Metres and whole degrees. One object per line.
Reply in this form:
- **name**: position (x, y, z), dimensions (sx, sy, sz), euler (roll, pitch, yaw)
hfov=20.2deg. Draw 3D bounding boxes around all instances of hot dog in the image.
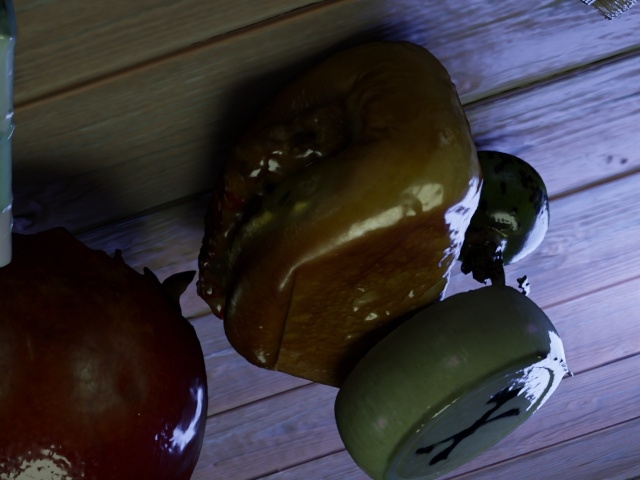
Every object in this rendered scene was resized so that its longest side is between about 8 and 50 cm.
- **hot dog**: position (0.000, -0.002, 1.649), dimensions (0.223, 0.185, 0.405), euler (-12, 150, -15)

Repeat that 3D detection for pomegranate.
- **pomegranate**: position (0.163, -0.016, 1.753), dimensions (0.122, 0.161, 0.122), euler (4, 137, 4)

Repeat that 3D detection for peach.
- **peach**: position (-0.283, 0.178, 1.637), dimensions (0.335, 0.310, 0.406), euler (21, 147, -28)

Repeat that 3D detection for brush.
- **brush**: position (0.223, -0.234, 1.554), dimensions (0.043, 0.014, 0.170), euler (-35, 146, 24)

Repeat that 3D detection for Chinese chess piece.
- **Chinese chess piece**: position (0.125, 0.138, 1.698), dimensions (0.238, 0.092, 0.237), euler (-28, 154, -15)

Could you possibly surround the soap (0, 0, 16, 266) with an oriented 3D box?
- **soap**: position (-0.288, -0.116, 1.284), dimensions (0.115, 0.208, 0.347), euler (-7, 150, -14)
